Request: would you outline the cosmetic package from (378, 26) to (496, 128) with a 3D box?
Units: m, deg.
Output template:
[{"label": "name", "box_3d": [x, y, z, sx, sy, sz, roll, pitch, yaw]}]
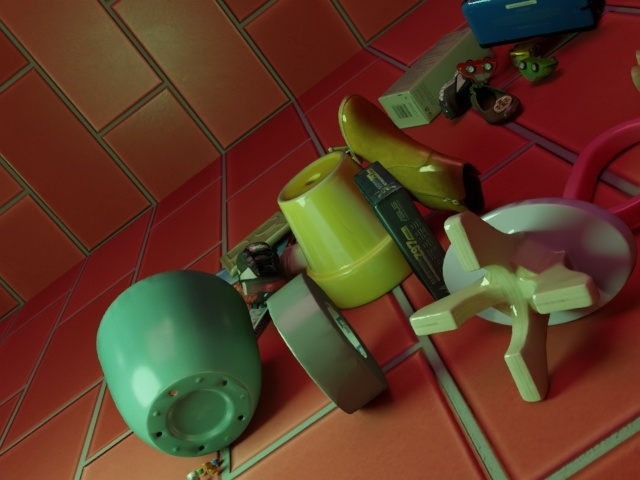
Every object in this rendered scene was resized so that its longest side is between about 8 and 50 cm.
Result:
[{"label": "cosmetic package", "box_3d": [0.325, -0.455, 2.134, 0.309, 0.113, 0.160, -44, 21, -18]}]

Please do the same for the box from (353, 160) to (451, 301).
[{"label": "box", "box_3d": [0.150, -0.008, 1.272, 0.059, 0.233, 0.183, -35, 21, 2]}]

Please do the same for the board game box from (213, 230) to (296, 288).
[{"label": "board game box", "box_3d": [-0.187, 0.073, 1.980, 0.281, 0.027, 0.145, -30, 22, 23]}]

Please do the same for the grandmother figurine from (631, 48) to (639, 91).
[{"label": "grandmother figurine", "box_3d": [0.696, -0.340, 1.265, 0.342, 0.104, 0.208, -24, 33, 41]}]

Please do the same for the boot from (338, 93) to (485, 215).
[{"label": "boot", "box_3d": [0.180, -0.159, 1.417, 0.211, 0.295, 0.104, 15, 65, 47]}]

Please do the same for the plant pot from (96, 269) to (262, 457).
[{"label": "plant pot", "box_3d": [-0.235, 0.235, 1.352, 0.293, 0.293, 0.235, -38, 34, 2]}]

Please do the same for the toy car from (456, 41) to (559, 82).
[{"label": "toy car", "box_3d": [0.476, -0.413, 1.824, 0.239, 0.053, 0.225, -22, 27, -19]}]

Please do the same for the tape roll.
[{"label": "tape roll", "box_3d": [0.011, 0.156, 1.171, 0.072, 0.219, 0.219, -38, 20, 4]}]

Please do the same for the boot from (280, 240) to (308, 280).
[{"label": "boot", "box_3d": [0.000, 0.000, 1.752, 0.165, 0.077, 0.213, -25, 24, 39]}]

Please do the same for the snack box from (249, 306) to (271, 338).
[{"label": "snack box", "box_3d": [-0.161, 0.206, 1.648, 0.064, 0.022, 0.178, -19, 27, 41]}]

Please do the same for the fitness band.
[{"label": "fitness band", "box_3d": [0.484, -0.111, 1.188, 0.209, 0.054, 0.291, -20, 26, 42]}]

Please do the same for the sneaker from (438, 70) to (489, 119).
[{"label": "sneaker", "box_3d": [0.377, -0.395, 1.961, 0.106, 0.078, 0.234, -23, 23, 42]}]

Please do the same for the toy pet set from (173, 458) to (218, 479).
[{"label": "toy pet set", "box_3d": [-0.221, 0.423, 1.256, 0.122, 0.065, 0.114, -33, -15, 4]}]

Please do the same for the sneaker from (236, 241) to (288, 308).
[{"label": "sneaker", "box_3d": [-0.129, 0.073, 1.670, 0.097, 0.135, 0.276, -4, 6, -15]}]

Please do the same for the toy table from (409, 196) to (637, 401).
[{"label": "toy table", "box_3d": [0.251, 0.060, 0.987, 0.274, 0.252, 0.161, -34, 0, 44]}]

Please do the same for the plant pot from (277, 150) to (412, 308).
[{"label": "plant pot", "box_3d": [0.050, -0.036, 1.500, 0.254, 0.239, 0.254, -33, 19, 13]}]

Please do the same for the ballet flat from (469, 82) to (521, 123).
[{"label": "ballet flat", "box_3d": [0.403, -0.332, 1.805, 0.084, 0.058, 0.250, -35, 20, 9]}]

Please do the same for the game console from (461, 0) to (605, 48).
[{"label": "game console", "box_3d": [0.532, -0.593, 1.904, 0.293, 0.250, 0.173, -3, 63, 31]}]

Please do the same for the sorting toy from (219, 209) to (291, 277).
[{"label": "sorting toy", "box_3d": [-0.123, -0.019, 1.988, 0.307, 0.041, 0.229, -39, 15, -5]}]

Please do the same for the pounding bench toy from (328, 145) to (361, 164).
[{"label": "pounding bench toy", "box_3d": [0.070, -0.243, 2.147, 0.065, 0.083, 0.052, -32, 20, 19]}]
